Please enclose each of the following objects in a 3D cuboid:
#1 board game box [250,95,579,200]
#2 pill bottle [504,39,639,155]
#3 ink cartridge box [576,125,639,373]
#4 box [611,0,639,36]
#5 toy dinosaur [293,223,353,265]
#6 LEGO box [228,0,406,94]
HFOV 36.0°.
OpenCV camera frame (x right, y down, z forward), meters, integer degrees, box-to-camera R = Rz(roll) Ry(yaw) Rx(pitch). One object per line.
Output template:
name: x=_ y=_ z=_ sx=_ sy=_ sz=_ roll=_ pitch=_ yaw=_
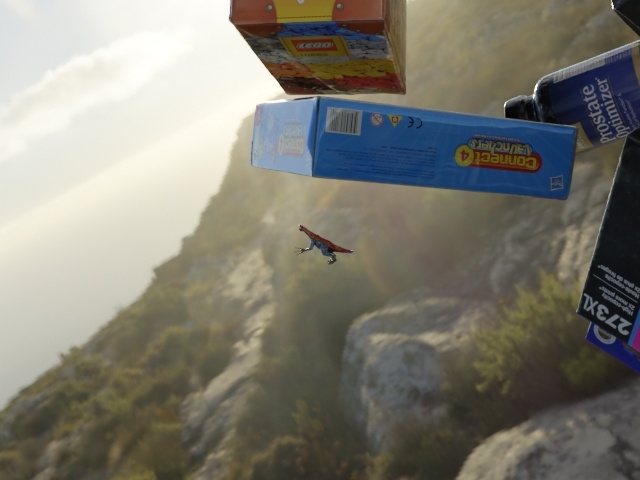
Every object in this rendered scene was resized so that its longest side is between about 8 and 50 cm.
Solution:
board game box: x=0.097 y=-0.112 z=1.196 sx=0.308 sy=0.086 sz=0.302 roll=4 pitch=5 yaw=-16
pill bottle: x=0.375 y=-0.188 z=1.369 sx=0.219 sy=0.123 sz=0.123 roll=-19 pitch=14 yaw=29
ink cartridge box: x=0.423 y=0.048 z=1.217 sx=0.069 sy=0.371 sz=0.176 roll=-31 pitch=50 yaw=-32
box: x=0.450 y=-0.316 z=1.052 sx=0.247 sy=0.163 sz=0.142 roll=-32 pitch=40 yaw=36
toy dinosaur: x=0.000 y=0.000 z=1.656 sx=0.090 sy=0.082 sz=0.047 roll=-28 pitch=10 yaw=16
LEGO box: x=0.013 y=-0.481 z=1.336 sx=0.193 sy=0.500 sz=0.372 roll=0 pitch=-5 yaw=9
